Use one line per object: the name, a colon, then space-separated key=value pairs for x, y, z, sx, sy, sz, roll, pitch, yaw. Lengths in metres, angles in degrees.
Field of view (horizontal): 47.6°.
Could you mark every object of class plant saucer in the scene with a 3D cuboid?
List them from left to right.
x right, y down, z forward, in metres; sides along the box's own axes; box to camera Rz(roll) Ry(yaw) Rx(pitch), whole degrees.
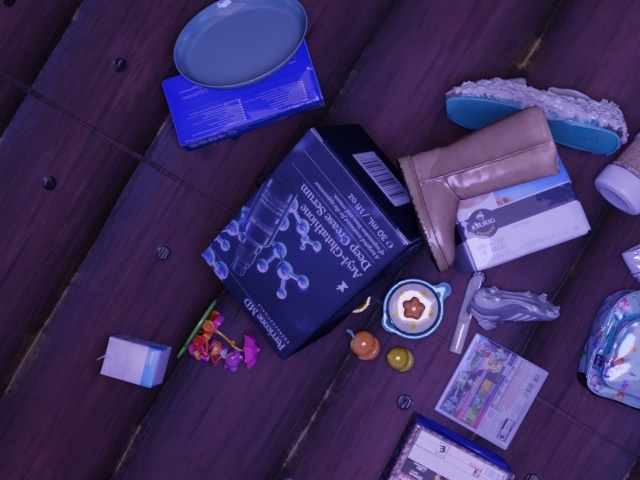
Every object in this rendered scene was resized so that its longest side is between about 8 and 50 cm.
plant saucer: x=-0.178 y=-0.451 z=1.654 sx=0.317 sy=0.044 sz=0.318 roll=-8 pitch=55 yaw=11

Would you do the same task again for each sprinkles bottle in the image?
sprinkles bottle: x=0.761 y=-0.223 z=1.584 sx=0.121 sy=0.121 sz=0.355 roll=42 pitch=91 yaw=6

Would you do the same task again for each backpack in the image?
backpack: x=0.690 y=0.231 z=1.545 sx=0.225 sy=0.191 sz=0.254 roll=19 pitch=84 yaw=7

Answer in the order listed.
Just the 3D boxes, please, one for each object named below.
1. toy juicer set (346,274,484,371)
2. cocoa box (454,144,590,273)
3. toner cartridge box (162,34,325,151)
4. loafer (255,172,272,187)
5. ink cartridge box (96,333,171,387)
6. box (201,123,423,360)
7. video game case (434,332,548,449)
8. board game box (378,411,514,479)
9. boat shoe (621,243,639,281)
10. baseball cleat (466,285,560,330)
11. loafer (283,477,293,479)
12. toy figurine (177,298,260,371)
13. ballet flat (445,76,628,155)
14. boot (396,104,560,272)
toy juicer set: x=0.212 y=0.190 z=1.630 sx=0.328 sy=0.089 sz=0.209 roll=-4 pitch=87 yaw=4
cocoa box: x=0.365 y=-0.074 z=1.499 sx=0.231 sy=0.347 sz=0.228 roll=-20 pitch=85 yaw=4
toner cartridge box: x=-0.178 y=-0.342 z=1.697 sx=0.347 sy=0.075 sz=0.165 roll=-17 pitch=86 yaw=4
loafer: x=-0.050 y=-0.093 z=1.673 sx=0.223 sy=0.076 sz=0.078 roll=22 pitch=82 yaw=2
ink cartridge box: x=-0.434 y=0.274 z=1.683 sx=0.143 sy=0.092 sz=0.090 roll=15 pitch=88 yaw=5
box: x=0.000 y=0.000 z=1.505 sx=0.293 sy=0.212 sz=0.395 roll=50 pitch=119 yaw=12
video game case: x=0.385 y=0.340 z=1.642 sx=0.183 sy=0.023 sz=0.201 roll=29 pitch=91 yaw=6
board game box: x=0.244 y=0.566 z=1.584 sx=0.232 sy=0.141 sz=0.291 roll=28 pitch=90 yaw=6
boat shoe: x=0.785 y=-0.011 z=1.586 sx=0.258 sy=0.095 sz=0.084 roll=-33 pitch=89 yaw=2
baseball cleat: x=0.427 y=0.159 z=1.630 sx=0.205 sy=0.072 sz=0.109 roll=15 pitch=128 yaw=-11
loafer: x=-0.053 y=0.605 z=1.659 sx=0.045 sy=0.039 sz=0.125 roll=-32 pitch=85 yaw=2
toy figurine: x=-0.222 y=0.246 z=1.667 sx=0.159 sy=0.130 sz=0.173 roll=34 pitch=113 yaw=-4
ballet flat: x=0.480 y=-0.292 z=1.626 sx=0.408 sy=0.147 sz=0.147 roll=15 pitch=89 yaw=3
boot: x=0.295 y=-0.092 z=1.289 sx=0.269 sy=0.089 sz=0.236 roll=-18 pitch=84 yaw=4
